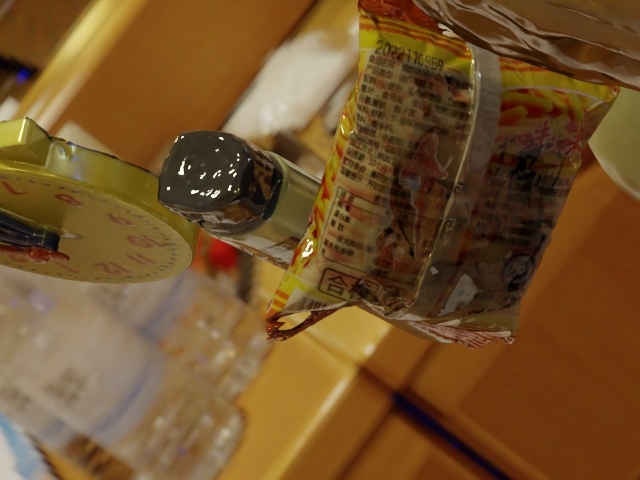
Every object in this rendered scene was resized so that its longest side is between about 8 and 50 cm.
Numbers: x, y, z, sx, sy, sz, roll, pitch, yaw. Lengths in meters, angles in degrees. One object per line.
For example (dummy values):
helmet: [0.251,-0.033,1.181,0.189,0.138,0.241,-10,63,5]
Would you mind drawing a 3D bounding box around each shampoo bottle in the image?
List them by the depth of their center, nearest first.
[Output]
shampoo bottle: [0.000,0.000,1.651,0.134,0.359,0.078,9,78,40]

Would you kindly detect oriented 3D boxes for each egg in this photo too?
egg: [0.343,-0.132,1.894,0.186,0.242,0.186,-10,39,8]

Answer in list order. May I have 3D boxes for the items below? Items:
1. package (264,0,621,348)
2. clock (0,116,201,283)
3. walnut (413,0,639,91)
package: [0.096,-0.036,1.431,0.108,0.223,0.288,-124,47,-55]
clock: [-0.251,-0.016,1.759,0.277,0.293,0.071,-10,64,44]
walnut: [0.206,-0.221,0.975,0.398,0.354,0.308,13,73,23]
